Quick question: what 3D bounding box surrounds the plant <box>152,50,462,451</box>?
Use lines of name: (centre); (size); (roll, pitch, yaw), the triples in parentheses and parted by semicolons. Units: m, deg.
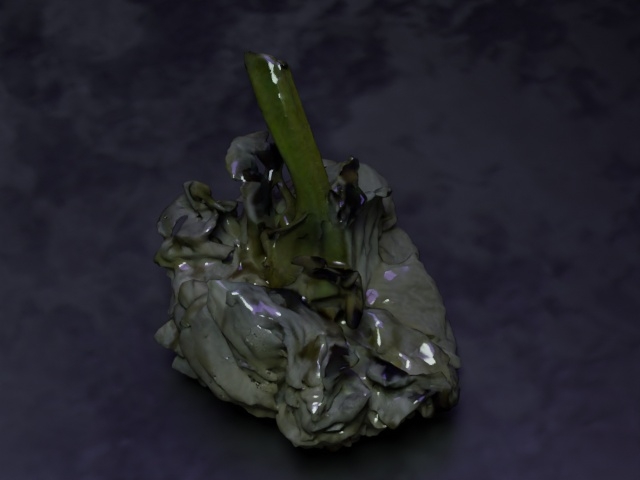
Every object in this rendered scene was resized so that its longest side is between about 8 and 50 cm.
plant: (0.000, 0.000, 0.621); (0.104, 0.122, 0.116); (-25, 45, -31)
